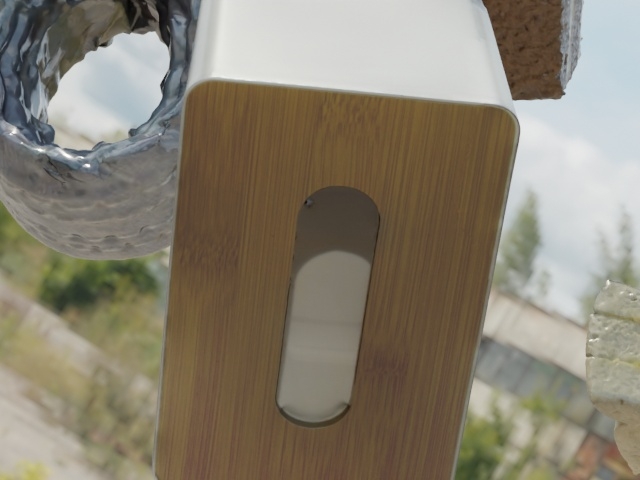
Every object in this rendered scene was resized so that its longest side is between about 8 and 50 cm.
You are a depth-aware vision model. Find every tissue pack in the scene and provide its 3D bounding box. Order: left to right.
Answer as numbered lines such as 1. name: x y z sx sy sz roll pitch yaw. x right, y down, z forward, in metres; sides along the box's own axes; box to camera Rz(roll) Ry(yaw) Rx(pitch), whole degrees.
1. tissue pack: 0.001 0.000 0.951 0.159 0.246 0.136 4 32 -4

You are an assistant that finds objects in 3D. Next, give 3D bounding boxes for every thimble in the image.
1. thimble: -0.157 -0.114 1.373 0.205 0.236 0.172 24 -20 10

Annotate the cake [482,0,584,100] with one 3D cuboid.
1. cake: 0.156 -0.198 1.548 0.135 0.135 0.147 8 30 17

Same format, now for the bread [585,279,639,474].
1. bread: 0.228 0.080 0.982 0.152 0.077 0.105 0 -35 26
